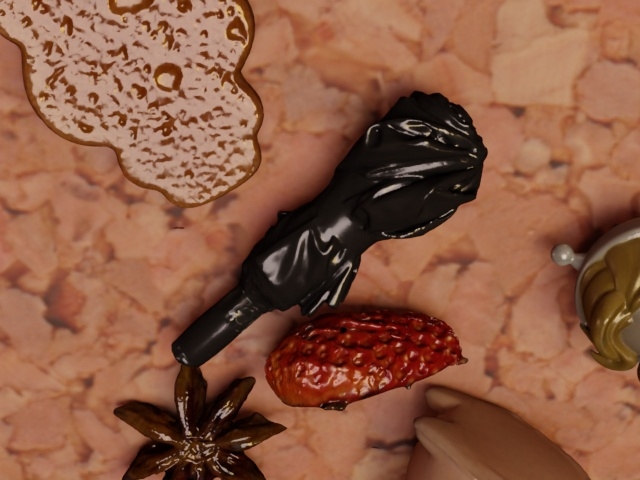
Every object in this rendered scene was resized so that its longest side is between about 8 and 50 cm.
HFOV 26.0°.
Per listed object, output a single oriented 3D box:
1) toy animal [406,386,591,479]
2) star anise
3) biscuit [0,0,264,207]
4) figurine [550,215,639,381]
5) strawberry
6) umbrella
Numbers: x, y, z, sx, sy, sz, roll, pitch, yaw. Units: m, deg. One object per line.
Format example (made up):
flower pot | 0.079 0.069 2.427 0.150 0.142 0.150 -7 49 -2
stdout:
toy animal | 0.153 0.298 1.313 0.213 0.195 0.256 19 112 3
star anise | -0.115 0.187 1.302 0.168 0.057 0.168 -3 113 -7
biscuit | -0.165 -0.177 1.155 0.202 0.047 0.334 -31 110 6
figurine | 0.361 0.037 1.274 0.274 0.133 0.194 -17 136 -7
strawberry | 0.037 0.097 1.269 0.188 0.121 0.082 -14 100 -18
umbrella | 0.000 0.000 1.220 0.340 0.118 0.118 -38 112 13
